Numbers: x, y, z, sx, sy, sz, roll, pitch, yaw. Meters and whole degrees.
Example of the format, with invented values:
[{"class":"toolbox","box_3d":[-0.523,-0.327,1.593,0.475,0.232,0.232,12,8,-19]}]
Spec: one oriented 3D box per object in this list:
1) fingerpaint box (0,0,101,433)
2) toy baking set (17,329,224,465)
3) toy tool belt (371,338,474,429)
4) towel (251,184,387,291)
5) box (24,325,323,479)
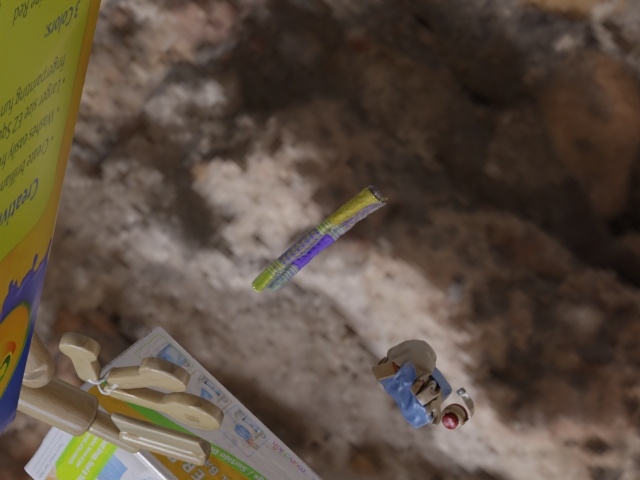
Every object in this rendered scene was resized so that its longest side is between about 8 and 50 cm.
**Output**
[{"class":"fingerpaint box","box_3d":[-0.227,-0.017,0.619,0.163,0.371,0.445,18,-155,6]},{"class":"toy baking set","box_3d":[-0.168,0.068,1.093,0.256,0.030,0.197,26,154,-13]},{"class":"toy tool belt","box_3d":[0.075,0.120,1.377,0.052,0.051,0.083,-36,94,39]},{"class":"towel","box_3d":[0.000,0.000,0.934,0.009,0.083,0.060,52,-179,5]},{"class":"box","box_3d":[-0.097,0.183,1.321,0.203,0.103,0.114,43,132,7]}]
